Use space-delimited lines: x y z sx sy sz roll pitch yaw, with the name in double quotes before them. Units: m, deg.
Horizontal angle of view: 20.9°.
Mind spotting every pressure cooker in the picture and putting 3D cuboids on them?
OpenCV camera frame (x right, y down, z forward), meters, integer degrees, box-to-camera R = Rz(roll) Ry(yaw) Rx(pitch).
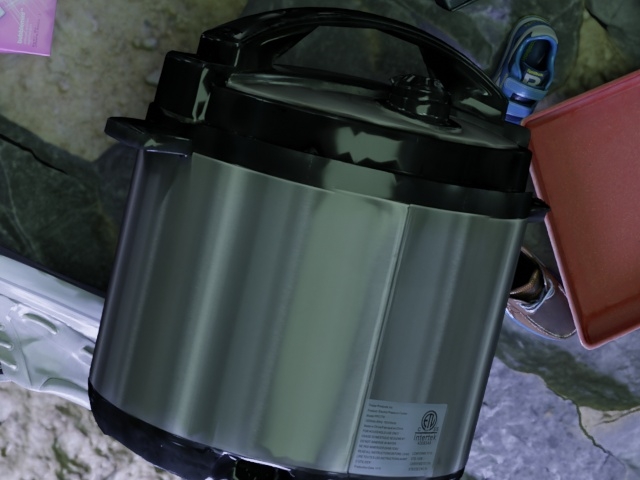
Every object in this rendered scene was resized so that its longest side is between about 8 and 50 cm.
"pressure cooker" 0.004 0.002 1.574 0.375 0.370 0.421 15 99 14

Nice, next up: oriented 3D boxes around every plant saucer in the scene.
"plant saucer" 0.341 -0.053 1.795 0.258 0.048 0.259 -23 106 -13

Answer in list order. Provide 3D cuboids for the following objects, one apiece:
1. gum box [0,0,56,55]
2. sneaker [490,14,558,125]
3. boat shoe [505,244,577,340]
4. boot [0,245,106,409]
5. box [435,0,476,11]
"gum box" -0.296 -0.264 1.613 0.107 0.062 0.188 6 102 -12
"sneaker" 0.200 -0.155 1.747 0.053 0.059 0.144 13 103 -16
"boat shoe" 0.207 0.045 1.793 0.183 0.066 0.066 41 93 -18
"boot" -0.302 0.079 1.679 0.258 0.095 0.123 25 91 -17
"box" 0.155 -0.366 1.685 0.183 0.059 0.233 -26 107 -3
